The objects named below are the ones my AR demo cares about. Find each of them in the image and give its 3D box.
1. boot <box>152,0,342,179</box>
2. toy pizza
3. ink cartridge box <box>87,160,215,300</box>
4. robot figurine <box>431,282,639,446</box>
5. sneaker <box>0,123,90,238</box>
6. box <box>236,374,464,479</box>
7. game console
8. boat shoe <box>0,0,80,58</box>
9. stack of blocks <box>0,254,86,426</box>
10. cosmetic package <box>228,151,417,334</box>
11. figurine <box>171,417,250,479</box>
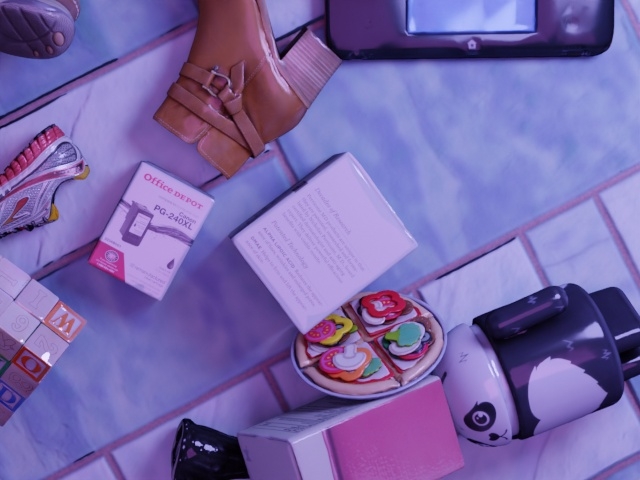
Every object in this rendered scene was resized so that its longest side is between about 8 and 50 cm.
[{"bbox_3d":[-0.140,-0.238,1.692,0.283,0.109,0.220,43,95,-11],"label":"boot"},{"bbox_3d":[0.060,0.124,1.682,0.201,0.201,0.032,-14,127,-5],"label":"toy pizza"},{"bbox_3d":[-0.217,-0.015,1.705,0.109,0.063,0.150,28,91,-7],"label":"ink cartridge box"},{"bbox_3d":[0.283,0.161,1.710,0.278,0.173,0.209,-20,95,-5],"label":"robot figurine"},{"bbox_3d":[-0.384,-0.039,1.676,0.093,0.088,0.225,43,91,-12],"label":"sneaker"},{"bbox_3d":[0.038,0.264,1.665,0.232,0.148,0.127,-19,96,-29],"label":"box"},{"bbox_3d":[0.195,-0.410,1.726,0.386,0.060,0.342,-1,93,-5],"label":"game console"},{"bbox_3d":[-0.452,-0.313,1.651,0.324,0.123,0.116,13,58,2],"label":"boat shoe"},{"bbox_3d":[-0.457,0.076,1.628,0.297,0.087,0.171,38,134,-6],"label":"stack of blocks"},{"bbox_3d":[0.000,0.000,1.684,0.184,0.151,0.151,-38,96,-3],"label":"cosmetic package"},{"bbox_3d":[-0.106,0.361,1.731,0.209,0.092,0.215,15,93,-11],"label":"figurine"}]
